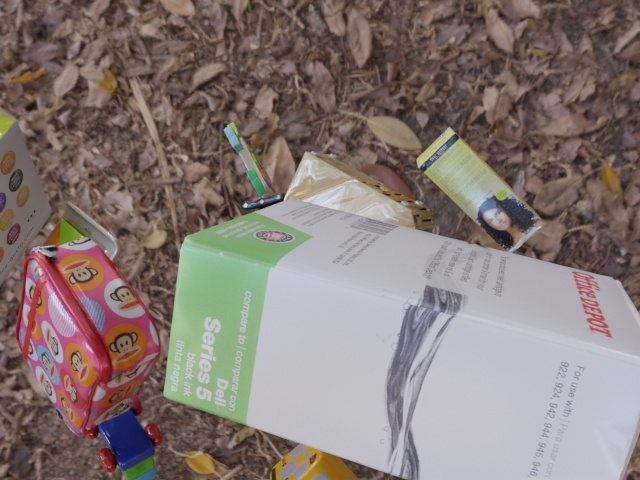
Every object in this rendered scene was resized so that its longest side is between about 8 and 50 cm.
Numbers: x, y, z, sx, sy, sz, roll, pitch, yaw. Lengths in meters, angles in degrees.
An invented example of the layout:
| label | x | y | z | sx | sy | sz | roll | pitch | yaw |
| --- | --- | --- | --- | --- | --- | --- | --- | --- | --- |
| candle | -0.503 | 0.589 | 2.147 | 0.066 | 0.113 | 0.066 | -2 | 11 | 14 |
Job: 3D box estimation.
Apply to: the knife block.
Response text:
| label | x | y | z | sx | sy | sz | roll | pitch | yaw |
| --- | --- | --- | --- | --- | --- | --- | --- | --- | --- |
| knife block | 0.000 | 0.000 | 0.976 | 0.275 | 0.088 | 0.242 | 31 | 108 | 23 |

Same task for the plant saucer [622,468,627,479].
| label | x | y | z | sx | sy | sz | roll | pitch | yaw |
| --- | --- | --- | --- | --- | --- | --- | --- | --- | --- |
| plant saucer | 0.281 | 0.287 | 0.926 | 0.331 | 0.084 | 0.333 | 5 | 72 | -15 |

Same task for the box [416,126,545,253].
| label | x | y | z | sx | sy | sz | roll | pitch | yaw |
| --- | --- | --- | --- | --- | --- | --- | --- | --- | --- |
| box | 0.278 | -0.085 | 1.108 | 0.232 | 0.058 | 0.087 | 41 | 110 | -10 |

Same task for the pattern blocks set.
| label | x | y | z | sx | sy | sz | roll | pitch | yaw |
| --- | --- | --- | --- | --- | --- | --- | --- | --- | --- |
| pattern blocks set | -0.138 | -0.147 | 1.481 | 0.026 | 0.325 | 0.286 | -29 | 90 | 2 |

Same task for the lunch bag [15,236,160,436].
| label | x | y | z | sx | sy | sz | roll | pitch | yaw |
| --- | --- | --- | --- | --- | --- | --- | --- | --- | --- |
| lunch bag | -0.372 | 0.135 | 0.977 | 0.120 | 0.293 | 0.258 | -24 | 68 | -41 |

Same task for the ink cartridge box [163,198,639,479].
| label | x | y | z | sx | sy | sz | roll | pitch | yaw |
| --- | --- | --- | --- | --- | --- | --- | --- | --- | --- |
| ink cartridge box | 0.063 | 0.064 | 0.448 | 0.272 | 0.198 | 0.115 | 15 | 104 | 15 |

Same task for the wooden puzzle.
| label | x | y | z | sx | sy | sz | roll | pitch | yaw |
| --- | --- | --- | --- | --- | --- | --- | --- | --- | --- |
| wooden puzzle | -0.519 | 0.058 | 1.281 | 0.221 | 0.044 | 0.239 | 30 | 90 | 37 |

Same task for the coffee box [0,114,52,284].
| label | x | y | z | sx | sy | sz | roll | pitch | yaw |
| --- | --- | --- | --- | --- | --- | --- | --- | --- | --- |
| coffee box | -0.831 | -0.079 | 1.324 | 0.338 | 0.334 | 0.338 | 19 | 57 | 3 |

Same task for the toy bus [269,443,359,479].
| label | x | y | z | sx | sy | sz | roll | pitch | yaw |
| --- | --- | --- | --- | --- | --- | --- | --- | --- | --- |
| toy bus | 0.055 | 0.465 | 0.971 | 0.130 | 0.108 | 0.333 | -40 | 99 | -2 |

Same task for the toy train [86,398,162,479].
| label | x | y | z | sx | sy | sz | roll | pitch | yaw |
| --- | --- | --- | --- | --- | --- | --- | --- | --- | --- |
| toy train | -0.372 | 0.355 | 1.172 | 0.105 | 0.144 | 0.248 | -24 | 38 | -28 |
